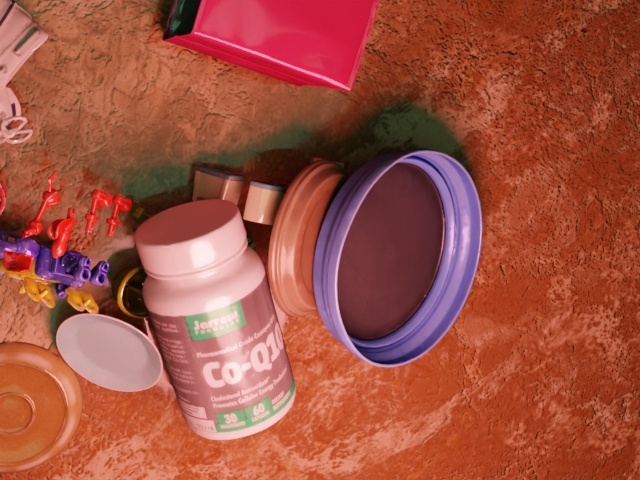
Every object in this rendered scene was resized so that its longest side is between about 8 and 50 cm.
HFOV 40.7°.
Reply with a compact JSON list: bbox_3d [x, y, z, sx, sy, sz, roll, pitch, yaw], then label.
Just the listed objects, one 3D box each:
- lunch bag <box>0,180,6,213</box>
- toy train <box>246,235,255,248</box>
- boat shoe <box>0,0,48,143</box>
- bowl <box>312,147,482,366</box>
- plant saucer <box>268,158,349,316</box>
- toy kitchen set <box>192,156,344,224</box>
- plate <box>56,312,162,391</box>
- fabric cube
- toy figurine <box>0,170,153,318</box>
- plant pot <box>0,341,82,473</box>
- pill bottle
[{"bbox_3d":[-0.630,-0.098,1.298,0.258,0.120,0.293,-46,110,-6],"label":"lunch bag"},{"bbox_3d":[-0.147,-0.013,1.531,0.024,0.017,0.083,-38,110,3],"label":"toy train"},{"bbox_3d":[-0.490,-0.194,1.259,0.156,0.136,0.367,35,48,-27],"label":"boat shoe"},{"bbox_3d":[0.140,0.027,1.525,0.391,0.077,0.390,-16,113,-42],"label":"bowl"},{"bbox_3d":[0.000,0.000,1.477,0.278,0.041,0.277,-36,133,-52],"label":"plant saucer"},{"bbox_3d":[-0.091,-0.103,1.509,0.207,0.166,0.122,3,103,-56],"label":"toy kitchen set"},{"bbox_3d":[-0.352,0.184,1.450,0.188,0.024,0.188,7,130,9],"label":"plate"},{"bbox_3d":[-0.072,-0.396,1.353,0.258,0.259,0.254,15,95,-22],"label":"fabric cube"},{"bbox_3d":[-0.420,0.012,1.390,0.362,0.217,0.191,24,75,-64],"label":"toy figurine"},{"bbox_3d":[-0.523,0.289,1.458,0.237,0.032,0.236,-4,101,-18],"label":"plant pot"},{"bbox_3d":[-0.174,0.129,1.425,0.204,0.204,0.360,-20,115,-14],"label":"pill bottle"}]
